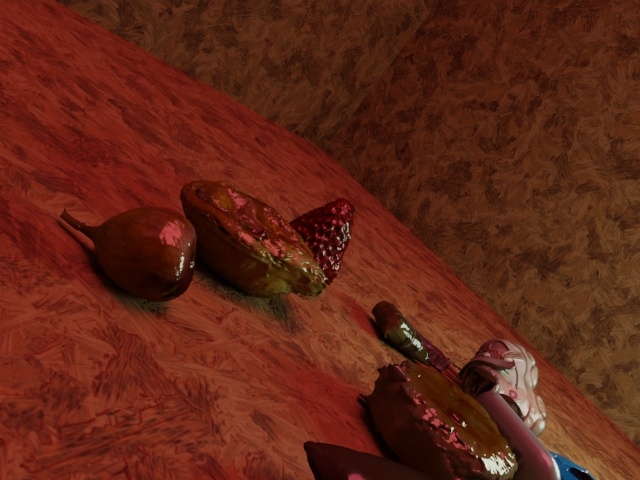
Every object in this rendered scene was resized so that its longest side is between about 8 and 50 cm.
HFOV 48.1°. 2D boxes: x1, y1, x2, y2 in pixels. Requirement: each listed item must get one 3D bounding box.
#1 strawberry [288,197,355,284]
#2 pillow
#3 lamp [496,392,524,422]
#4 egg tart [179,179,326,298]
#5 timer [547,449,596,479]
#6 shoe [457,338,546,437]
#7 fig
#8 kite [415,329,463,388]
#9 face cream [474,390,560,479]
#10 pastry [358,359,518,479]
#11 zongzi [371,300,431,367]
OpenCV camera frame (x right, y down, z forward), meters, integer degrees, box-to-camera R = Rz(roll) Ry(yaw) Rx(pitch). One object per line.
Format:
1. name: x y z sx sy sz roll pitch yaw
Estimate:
1. strawberry: 0.000 0.000 1.806 0.205 0.244 0.205 38 13 -11
2. pillow: 0.132 0.427 0.992 0.305 0.108 0.308 31 14 -41
3. lamp: 0.396 0.432 1.658 0.135 0.157 0.156 3 65 -7
4. egg tart: -0.162 0.001 1.565 0.351 0.153 0.339 27 16 -40
5. timer: 0.590 0.614 1.604 0.309 0.115 0.340 31 14 -41
6. shoe: 0.468 0.370 1.914 0.198 0.172 0.351 32 23 -20
7. fig: -0.329 0.001 1.207 0.257 0.159 0.159 23 10 11
8. kite: 0.352 0.352 2.059 0.360 0.022 0.204 42 14 19
9. face cream: 0.408 0.475 1.470 0.080 0.163 0.337 10 28 -37
10. pastry: 0.235 0.375 1.392 0.329 0.136 0.330 35 14 -10
11. zongzi: 0.223 0.251 1.948 0.176 0.078 0.160 44 9 -25
